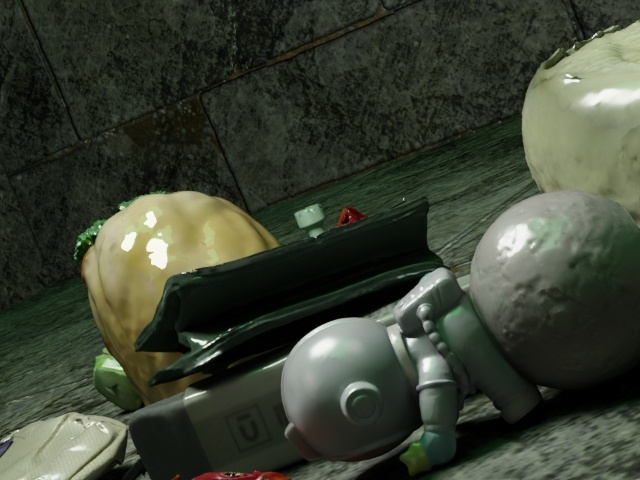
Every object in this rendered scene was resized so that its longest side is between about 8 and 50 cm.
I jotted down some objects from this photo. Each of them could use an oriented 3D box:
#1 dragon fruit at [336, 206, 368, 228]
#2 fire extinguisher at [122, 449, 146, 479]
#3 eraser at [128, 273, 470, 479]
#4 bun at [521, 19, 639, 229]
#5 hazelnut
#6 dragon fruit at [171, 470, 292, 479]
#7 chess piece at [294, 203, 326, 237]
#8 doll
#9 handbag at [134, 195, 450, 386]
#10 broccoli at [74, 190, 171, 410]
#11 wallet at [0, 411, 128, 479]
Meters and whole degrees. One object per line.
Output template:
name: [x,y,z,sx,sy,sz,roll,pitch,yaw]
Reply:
dragon fruit: [0.065,0.032,1.971,0.092,0.122,0.192,-61,5,9]
fire extinguisher: [-0.104,0.171,1.355,0.177,0.050,0.062,-26,-21,-36]
eraser: [0.013,0.116,1.212,0.351,0.089,0.061,-23,8,3]
bun: [0.336,-0.081,1.212,0.359,0.211,0.360,-18,12,4]
hazelnut: [-0.126,0.083,1.564,0.241,0.261,0.261,-57,16,-13]
dragon fruit: [-0.070,0.186,1.012,0.126,0.068,0.112,-20,4,21]
chess piece: [0.000,0.000,2.196,0.067,0.103,0.067,-22,5,2]
doll: [0.101,0.071,1.069,0.287,0.151,0.151,-26,6,2]
handbag: [-0.031,0.058,1.322,0.247,0.079,0.260,-19,-9,-17]
broccoli: [-0.196,0.081,1.813,0.269,0.254,0.269,-56,8,12]
wallet: [-0.328,0.247,1.408,0.335,0.068,0.275,-19,9,43]
